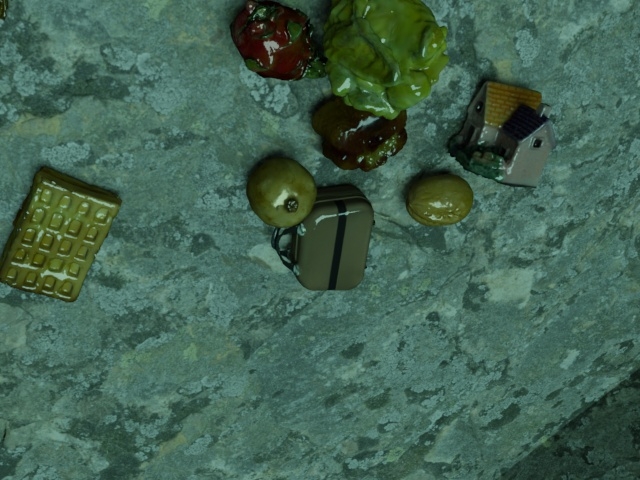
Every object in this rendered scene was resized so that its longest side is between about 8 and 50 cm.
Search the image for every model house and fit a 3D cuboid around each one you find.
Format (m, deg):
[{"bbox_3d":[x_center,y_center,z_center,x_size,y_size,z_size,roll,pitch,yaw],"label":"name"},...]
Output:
[{"bbox_3d":[0.505,-0.298,1.851,0.202,0.237,0.237,10,114,-17],"label":"model house"}]

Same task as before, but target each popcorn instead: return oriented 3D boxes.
[{"bbox_3d":[0.140,-0.426,1.544,0.312,0.312,0.312,-9,125,-14],"label":"popcorn"}]

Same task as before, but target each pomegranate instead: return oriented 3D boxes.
[{"bbox_3d":[-0.099,-0.123,1.770,0.196,0.196,0.196,-9,125,-14],"label":"pomegranate"}]

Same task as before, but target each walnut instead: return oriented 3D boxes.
[{"bbox_3d":[0.344,-0.115,1.962,0.207,0.159,0.159,-5,124,-23],"label":"walnut"}]

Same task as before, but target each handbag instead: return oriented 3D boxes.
[{"bbox_3d":[0.000,0.000,1.922,0.283,0.149,0.301,-2,125,-16],"label":"handbag"}]

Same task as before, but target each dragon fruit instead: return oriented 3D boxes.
[{"bbox_3d":[-0.079,-0.458,1.556,0.269,0.198,0.200,7,163,-21],"label":"dragon fruit"}]

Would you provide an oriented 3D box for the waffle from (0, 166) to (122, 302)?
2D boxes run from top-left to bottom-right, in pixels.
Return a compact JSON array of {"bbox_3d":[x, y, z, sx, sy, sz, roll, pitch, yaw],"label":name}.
[{"bbox_3d":[-0.662,-0.009,1.713,0.224,0.098,0.327,19,112,-31],"label":"waffle"}]

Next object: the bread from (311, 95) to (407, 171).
[{"bbox_3d":[0.117,-0.289,1.776,0.247,0.135,0.232,-27,140,-3],"label":"bread"}]

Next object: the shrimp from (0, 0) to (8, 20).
[{"bbox_3d":[-0.610,-0.569,1.377,0.150,0.068,0.248,20,109,-35],"label":"shrimp"}]
